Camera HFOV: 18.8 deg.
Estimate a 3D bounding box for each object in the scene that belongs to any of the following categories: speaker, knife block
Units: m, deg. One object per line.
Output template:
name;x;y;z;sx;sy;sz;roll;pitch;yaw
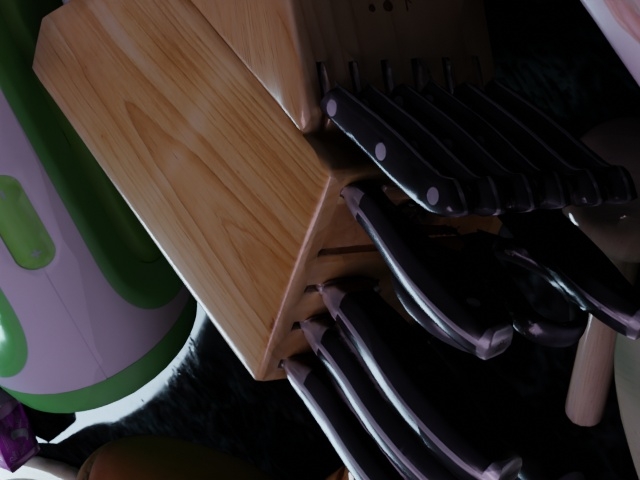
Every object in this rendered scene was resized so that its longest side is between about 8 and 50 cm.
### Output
speaker;-0.157;-0.056;0.886;0.131;0.131;0.296;20;146;39
knife block;0.000;0.000;0.719;0.275;0.088;0.242;-16;80;56

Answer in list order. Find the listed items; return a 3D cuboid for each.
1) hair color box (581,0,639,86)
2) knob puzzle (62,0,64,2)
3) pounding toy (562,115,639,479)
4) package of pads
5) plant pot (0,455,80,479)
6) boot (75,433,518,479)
hair color box;0.184;-0.058;0.515;0.347;0.105;0.174;55;147;-6
knob puzzle;-0.188;-0.179;0.920;0.213;0.030;0.213;32;144;27
pounding toy;0.181;0.068;0.678;0.183;0.110;0.237;78;166;-47
package of pads;-0.224;0.115;1.263;0.083;0.032;0.050;18;138;40
plant pot;-0.211;0.362;1.245;0.334;0.305;0.334;31;143;27
boot;0.007;0.144;0.931;0.283;0.109;0.220;37;148;15
